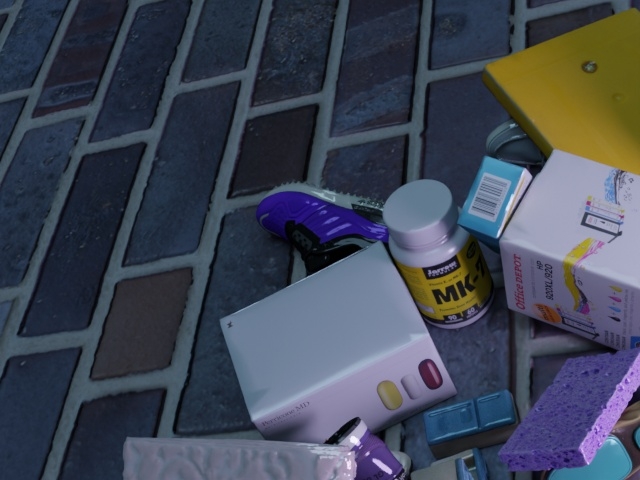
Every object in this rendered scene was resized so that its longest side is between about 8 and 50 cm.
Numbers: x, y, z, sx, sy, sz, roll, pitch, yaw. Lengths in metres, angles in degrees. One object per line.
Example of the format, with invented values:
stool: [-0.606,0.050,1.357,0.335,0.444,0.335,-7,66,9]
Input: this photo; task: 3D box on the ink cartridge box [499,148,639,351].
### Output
ink cartridge box: [0.377,0.023,1.443,0.233,0.171,0.168,21,62,26]

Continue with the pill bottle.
pill bottle: [0.165,0.019,1.557,0.119,0.208,0.119,-15,44,15]

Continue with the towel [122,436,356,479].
towel: [-0.106,0.406,1.329,0.317,0.053,0.331,-1,83,27]

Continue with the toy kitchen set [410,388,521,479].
toy kitchen set: [0.182,0.256,1.353,0.122,0.166,0.207,-18,44,12]

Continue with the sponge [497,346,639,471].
sponge: [0.315,0.207,1.356,0.117,0.031,0.210,-16,18,45]

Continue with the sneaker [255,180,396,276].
sneaker: [0.000,0.000,1.740,0.293,0.102,0.146,9,55,33]

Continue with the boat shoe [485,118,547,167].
boat shoe: [0.369,-0.151,1.711,0.228,0.079,0.081,-9,42,16]

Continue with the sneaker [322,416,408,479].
sneaker: [-0.012,0.362,1.398,0.283,0.124,0.107,-44,-1,14]

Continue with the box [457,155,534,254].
box: [0.260,-0.037,1.521,0.060,0.244,0.100,22,88,23]

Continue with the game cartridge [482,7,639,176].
game cartridge: [0.446,-0.197,1.661,0.285,0.052,0.323,-22,56,-12]

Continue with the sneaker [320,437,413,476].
sneaker: [0.038,0.295,1.456,0.161,0.075,0.057,-7,47,22]

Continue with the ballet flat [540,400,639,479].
ballet flat: [0.370,0.245,1.352,0.232,0.080,0.073,-26,15,-1]

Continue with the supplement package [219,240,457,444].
supplement package: [0.022,0.162,1.543,0.262,0.145,0.204,-27,42,2]
